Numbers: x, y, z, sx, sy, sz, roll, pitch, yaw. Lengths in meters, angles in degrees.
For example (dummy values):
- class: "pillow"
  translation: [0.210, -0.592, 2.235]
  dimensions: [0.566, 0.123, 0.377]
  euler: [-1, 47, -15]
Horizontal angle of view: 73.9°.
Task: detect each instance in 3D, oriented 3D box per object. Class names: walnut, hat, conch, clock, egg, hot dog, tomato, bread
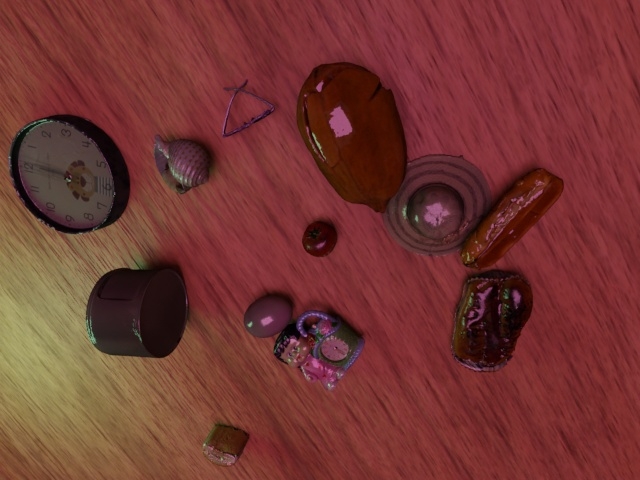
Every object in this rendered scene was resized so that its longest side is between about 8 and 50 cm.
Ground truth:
- class: "walnut"
  translation: [0.076, -0.199, 0.878]
  dimensions: [0.208, 0.209, 0.337]
  euler: [-17, 118, 16]
- class: "hat"
  translation: [0.256, -0.061, 0.934]
  dimensions: [0.251, 0.110, 0.252]
  euler: [4, 111, 10]
- class: "conch"
  translation: [-0.323, -0.179, 1.008]
  dimensions: [0.153, 0.102, 0.135]
  euler: [49, 128, 27]
- class: "clock"
  translation: [-0.649, -0.165, 1.097]
  dimensions: [0.312, 0.061, 0.313]
  euler: [3, 111, 9]
- class: "egg"
  translation: [-0.136, 0.197, 1.107]
  dimensions: [0.134, 0.103, 0.103]
  euler: [-27, 103, 14]
- class: "hot dog"
  translation: [0.403, -0.041, 0.918]
  dimensions: [0.269, 0.115, 0.072]
  euler: [-51, 53, 19]
- class: "tomato"
  translation: [0.000, 0.000, 1.022]
  dimensions: [0.087, 0.087, 0.075]
  euler: [-16, 149, 16]
- class: "hot dog"
  translation: [0.405, 0.196, 1.016]
  dimensions: [0.162, 0.082, 0.271]
  euler: [10, 112, 9]
- class: "bread"
  translation: [-0.294, 0.629, 1.295]
  dimensions: [0.125, 0.106, 0.082]
  euler: [17, 111, 7]
- class: "clock"
  translation: [-0.009, 0.276, 1.117]
  dimensions: [0.195, 0.100, 0.194]
  euler: [32, 109, -4]

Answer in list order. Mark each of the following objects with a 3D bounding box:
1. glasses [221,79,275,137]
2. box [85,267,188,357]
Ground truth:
- class: "glasses"
  translation: [-0.181, -0.307, 0.955]
  dimensions: [0.139, 0.062, 0.104]
  euler: [-22, 103, 17]
- class: "box"
  translation: [-0.465, 0.184, 1.099]
  dimensions: [0.149, 0.226, 0.226]
  euler: [0, 110, 10]
